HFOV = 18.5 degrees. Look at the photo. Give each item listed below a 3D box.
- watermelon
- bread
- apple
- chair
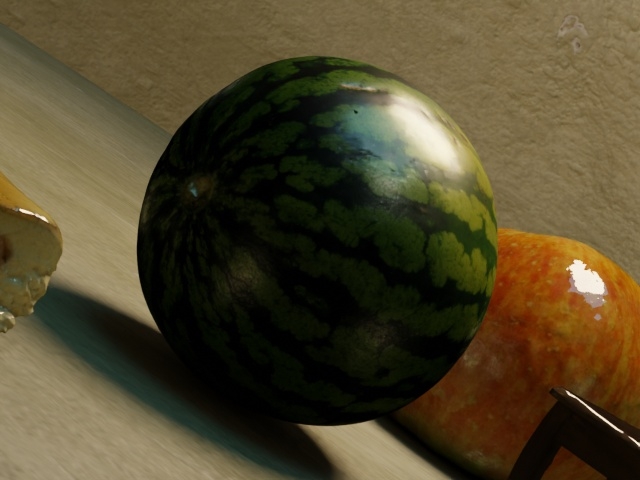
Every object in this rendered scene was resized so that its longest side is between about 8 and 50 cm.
[{"bbox_3d":[0.000,0.000,1.509,0.285,0.285,0.285,33,4,-3],"label":"watermelon"},{"bbox_3d":[-0.250,-0.020,1.218,0.134,0.085,0.173,25,10,-42],"label":"bread"},{"bbox_3d":[0.197,0.111,1.942,0.309,0.250,0.277,33,4,34],"label":"apple"},{"bbox_3d":[0.259,0.157,1.356,0.186,0.319,0.160,36,5,41],"label":"chair"}]
